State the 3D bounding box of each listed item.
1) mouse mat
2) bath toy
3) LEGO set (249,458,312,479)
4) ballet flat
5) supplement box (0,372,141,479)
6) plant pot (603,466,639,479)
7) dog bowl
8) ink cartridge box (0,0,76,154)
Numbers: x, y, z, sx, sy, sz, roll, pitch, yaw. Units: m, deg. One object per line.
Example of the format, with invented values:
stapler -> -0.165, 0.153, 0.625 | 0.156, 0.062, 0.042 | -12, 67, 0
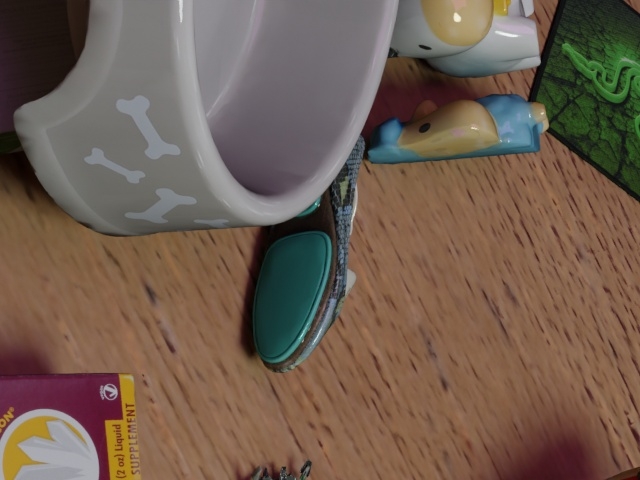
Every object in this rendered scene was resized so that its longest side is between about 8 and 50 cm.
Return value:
mouse mat -> 0.244, -0.108, 1.488 | 0.190, 0.007, 0.152 | 34, 58, -26
bath toy -> 0.078, -0.227, 1.328 | 0.151, 0.129, 0.348 | 48, 37, -76
LEGO set -> -0.021, 0.168, 1.197 | 0.054, 0.023, 0.083 | -40, 115, -36
ballet flat -> 0.000, 0.000, 1.236 | 0.070, 0.070, 0.188 | 19, 69, -32
supplement box -> -0.195, 0.129, 1.033 | 0.188, 0.081, 0.104 | 2, 76, -37
plant pot -> 0.220, 0.251, 1.245 | 0.191, 0.191, 0.174 | -36, 96, -38
dog bowl -> -0.050, -0.166, 1.098 | 0.349, 0.102, 0.348 | 10, 90, -68
ink cartridge box -> -0.194, -0.158, 1.131 | 0.109, 0.062, 0.209 | -14, 84, -39
